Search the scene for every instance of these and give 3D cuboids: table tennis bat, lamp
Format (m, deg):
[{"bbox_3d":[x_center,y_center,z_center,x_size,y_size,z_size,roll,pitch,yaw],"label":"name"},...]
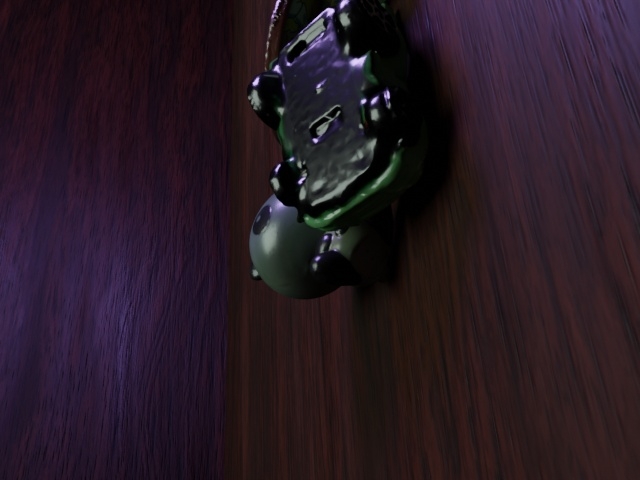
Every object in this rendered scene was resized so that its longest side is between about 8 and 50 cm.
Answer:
[{"bbox_3d":[-0.027,-0.258,1.147,0.415,0.051,0.268,84,-155,-45],"label":"table tennis bat"},{"bbox_3d":[0.000,0.000,0.974,0.244,0.197,0.198,11,96,59],"label":"lamp"}]

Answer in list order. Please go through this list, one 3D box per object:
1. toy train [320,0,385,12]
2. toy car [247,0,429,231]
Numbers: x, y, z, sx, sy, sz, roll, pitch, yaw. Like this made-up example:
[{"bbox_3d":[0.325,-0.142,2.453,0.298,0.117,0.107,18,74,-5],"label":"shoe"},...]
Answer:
[{"bbox_3d":[0.064,-0.409,1.008,0.188,0.099,0.072,125,148,-64],"label":"toy train"},{"bbox_3d":[0.039,-0.186,0.882,0.213,0.176,0.359,-34,56,32],"label":"toy car"}]
